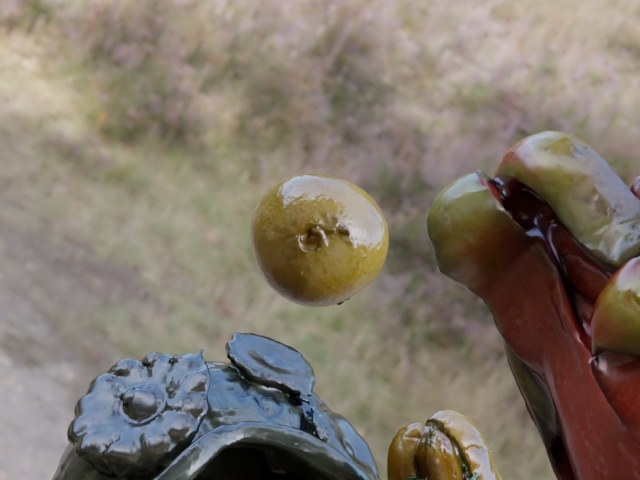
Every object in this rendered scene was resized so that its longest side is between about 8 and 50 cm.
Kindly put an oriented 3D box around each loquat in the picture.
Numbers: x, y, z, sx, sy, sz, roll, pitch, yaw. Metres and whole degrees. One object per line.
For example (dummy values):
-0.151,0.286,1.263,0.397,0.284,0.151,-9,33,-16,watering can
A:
0.000,0.000,1.894,0.141,0.141,0.141,28,16,-9,loquat

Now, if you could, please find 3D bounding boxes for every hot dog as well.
0.115,0.247,1.561,0.072,0.109,0.270,-125,-166,-57,hot dog

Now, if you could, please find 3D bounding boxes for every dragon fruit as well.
0.204,0.078,0.873,0.227,0.243,0.307,23,50,-77,dragon fruit

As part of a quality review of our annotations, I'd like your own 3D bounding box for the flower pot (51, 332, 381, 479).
-0.086,0.234,1.622,0.301,0.302,0.213,22,5,-26,flower pot
